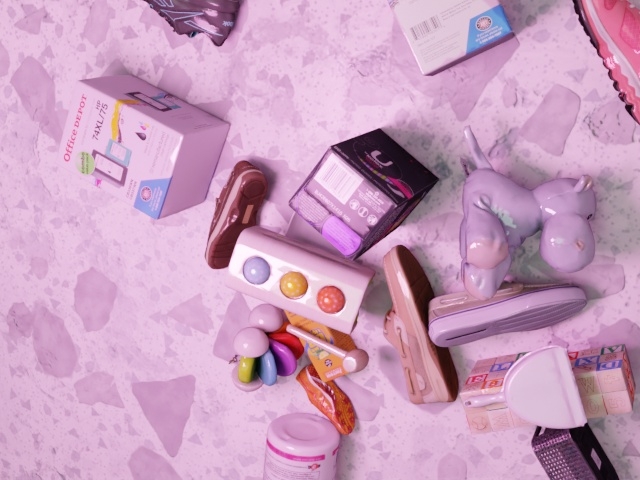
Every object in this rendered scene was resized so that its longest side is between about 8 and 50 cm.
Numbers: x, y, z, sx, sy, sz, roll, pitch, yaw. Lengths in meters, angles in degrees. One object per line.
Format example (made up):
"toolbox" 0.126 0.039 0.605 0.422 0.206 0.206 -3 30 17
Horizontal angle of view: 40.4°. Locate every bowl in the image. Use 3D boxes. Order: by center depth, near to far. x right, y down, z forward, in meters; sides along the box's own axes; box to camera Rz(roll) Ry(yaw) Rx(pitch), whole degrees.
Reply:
"bowl" 0.000 0.000 1.817 0.142 0.053 0.142 26 114 15

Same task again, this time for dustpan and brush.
"dustpan and brush" 0.353 0.275 1.553 0.211 0.060 0.147 -16 86 18

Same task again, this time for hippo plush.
"hippo plush" 0.379 -0.028 1.595 0.237 0.234 0.294 0 62 6

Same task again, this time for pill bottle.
"pill bottle" -0.050 0.542 1.927 0.161 0.160 0.282 12 109 20

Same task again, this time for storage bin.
"storage bin" 0.496 0.431 1.682 0.084 0.122 0.180 -31 90 27

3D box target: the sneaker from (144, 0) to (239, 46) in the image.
"sneaker" -0.299 -0.478 1.789 0.268 0.101 0.106 20 114 17

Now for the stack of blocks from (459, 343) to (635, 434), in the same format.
"stack of blocks" 0.431 0.272 1.640 0.297 0.171 0.087 -14 98 25

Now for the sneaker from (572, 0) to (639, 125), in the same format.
"sneaker" 0.534 -0.349 1.476 0.136 0.116 0.313 -28 99 17

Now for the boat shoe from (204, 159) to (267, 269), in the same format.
"boat shoe" -0.189 -0.058 1.876 0.095 0.095 0.257 54 126 40

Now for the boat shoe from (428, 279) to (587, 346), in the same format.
"boat shoe" 0.349 0.121 1.661 0.303 0.109 0.094 -13 57 7

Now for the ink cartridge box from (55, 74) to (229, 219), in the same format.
"ink cartridge box" -0.376 -0.205 1.841 0.270 0.197 0.198 28 113 15

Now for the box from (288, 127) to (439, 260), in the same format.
"box" 0.087 -0.094 1.631 0.165 0.270 0.143 42 116 8

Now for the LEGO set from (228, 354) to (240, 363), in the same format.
"LEGO set" -0.174 0.299 1.994 0.054 0.023 0.083 -30 78 25

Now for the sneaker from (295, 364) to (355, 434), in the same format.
"sneaker" 0.014 0.351 1.912 0.175 0.064 0.067 56 135 8

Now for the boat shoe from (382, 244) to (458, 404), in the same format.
"boat shoe" 0.177 0.177 1.751 0.110 0.122 0.341 -14 99 25

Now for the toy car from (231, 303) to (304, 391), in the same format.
"toy car" -0.108 0.240 1.863 0.136 0.182 0.159 18 129 12

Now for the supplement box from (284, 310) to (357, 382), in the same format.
"supplement box" -0.005 0.181 1.855 0.078 0.080 0.233 -28 93 26

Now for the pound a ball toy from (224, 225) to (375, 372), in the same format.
"pound a ball toy" -0.033 0.124 1.739 0.319 0.136 0.208 21 103 9

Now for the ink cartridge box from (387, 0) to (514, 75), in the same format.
"ink cartridge box" 0.216 -0.430 1.530 0.171 0.168 0.232 -24 94 16
